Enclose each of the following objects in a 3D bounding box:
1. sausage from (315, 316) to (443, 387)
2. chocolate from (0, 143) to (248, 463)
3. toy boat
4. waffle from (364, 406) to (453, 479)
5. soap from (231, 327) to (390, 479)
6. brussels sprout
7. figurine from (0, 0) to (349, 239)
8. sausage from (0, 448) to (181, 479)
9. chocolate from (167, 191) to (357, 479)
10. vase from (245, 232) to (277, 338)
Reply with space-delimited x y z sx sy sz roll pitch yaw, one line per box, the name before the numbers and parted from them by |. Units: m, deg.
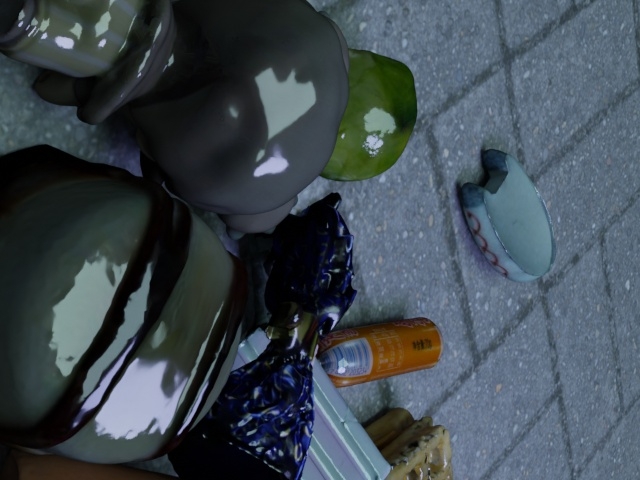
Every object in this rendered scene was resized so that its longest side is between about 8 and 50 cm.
sausage | 0.061 0.140 1.311 0.234 0.071 0.071 -3 101 -49
chocolate | -0.179 0.059 0.898 0.284 0.186 0.283 2 88 -48
toy boat | 0.263 -0.027 1.518 0.207 0.079 0.134 53 51 -28
waffle | 0.072 0.431 1.364 0.261 0.114 0.376 -27 119 -45
soap | -0.046 0.205 1.135 0.145 0.091 0.230 -40 99 -40
brussels sprout | 0.042 -0.141 1.185 0.149 0.122 0.151 -26 118 -46
figurine | -0.116 -0.153 0.940 0.381 0.203 0.248 25 83 -47
sausage | -0.165 0.281 1.003 0.304 0.121 0.121 22 81 -32
chocolate | -0.028 0.086 1.036 0.148 0.126 0.343 104 8 -58
vase | -0.058 0.029 1.157 0.059 0.059 0.167 -18 112 -46
